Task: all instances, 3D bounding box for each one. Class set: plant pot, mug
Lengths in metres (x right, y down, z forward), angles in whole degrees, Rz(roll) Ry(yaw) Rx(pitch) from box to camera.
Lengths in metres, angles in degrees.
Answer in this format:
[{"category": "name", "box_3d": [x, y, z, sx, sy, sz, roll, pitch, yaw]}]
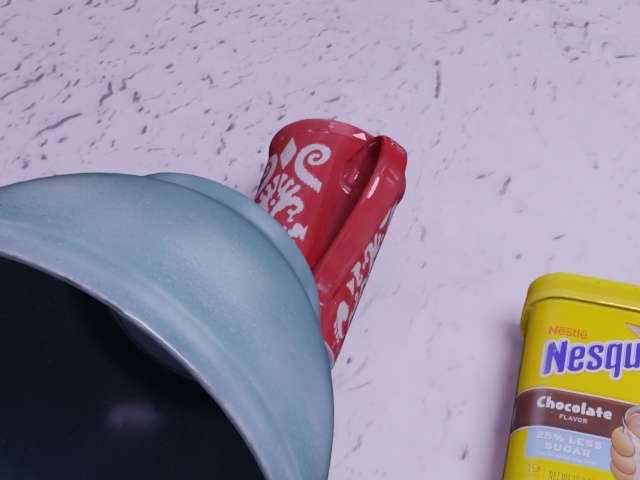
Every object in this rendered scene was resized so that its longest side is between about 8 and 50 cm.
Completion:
[{"category": "plant pot", "box_3d": [-0.112, 0.078, 0.598, 0.293, 0.293, 0.196, 18, 36, 15]}, {"category": "mug", "box_3d": [-0.009, -0.002, 0.738, 0.113, 0.150, 0.169, 17, 56, 6]}]

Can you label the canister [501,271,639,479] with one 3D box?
[{"category": "canister", "box_3d": [0.190, 0.115, 0.683, 0.126, 0.073, 0.170, 11, 52, 10]}]
